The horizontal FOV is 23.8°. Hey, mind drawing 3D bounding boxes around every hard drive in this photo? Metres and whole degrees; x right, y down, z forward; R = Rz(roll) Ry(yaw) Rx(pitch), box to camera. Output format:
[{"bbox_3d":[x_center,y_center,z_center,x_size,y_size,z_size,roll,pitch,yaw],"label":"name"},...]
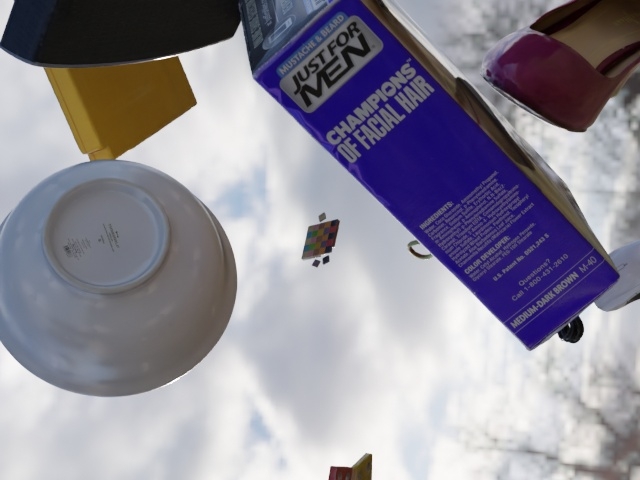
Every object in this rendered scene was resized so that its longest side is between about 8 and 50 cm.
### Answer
[{"bbox_3d":[-0.160,-0.235,1.407,0.254,0.054,0.172,-15,-31,-40],"label":"hard drive"}]

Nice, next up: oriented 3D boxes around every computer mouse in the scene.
[{"bbox_3d":[0.343,0.042,1.772,0.042,0.193,0.106,30,-140,-45],"label":"computer mouse"}]

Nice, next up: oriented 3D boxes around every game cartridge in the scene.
[{"bbox_3d":[-0.314,-0.282,2.240,0.285,0.052,0.324,68,-154,-12],"label":"game cartridge"}]

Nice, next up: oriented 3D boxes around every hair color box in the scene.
[{"bbox_3d":[0.087,-0.085,1.238,0.339,0.110,0.185,42,-165,-23],"label":"hair color box"}]

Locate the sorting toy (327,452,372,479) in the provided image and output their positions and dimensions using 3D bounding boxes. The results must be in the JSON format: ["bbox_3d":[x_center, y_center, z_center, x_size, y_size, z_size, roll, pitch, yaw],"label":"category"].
[{"bbox_3d":[0.032,0.345,1.487,0.132,0.046,0.274,30,-112,-67],"label":"sorting toy"}]

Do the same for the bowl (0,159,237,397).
[{"bbox_3d":[-0.241,0.019,1.731,0.134,0.298,0.298,101,179,-64],"label":"bowl"}]

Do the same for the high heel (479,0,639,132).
[{"bbox_3d":[0.271,-0.217,1.477,0.181,0.127,0.377,-59,-12,23],"label":"high heel"}]

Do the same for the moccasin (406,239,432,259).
[{"bbox_3d":[0.130,-0.053,1.656,0.380,0.147,0.139,54,154,21],"label":"moccasin"}]

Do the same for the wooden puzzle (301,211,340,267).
[{"bbox_3d":[0.000,0.000,1.909,0.006,0.049,0.083,39,-128,-37],"label":"wooden puzzle"}]
